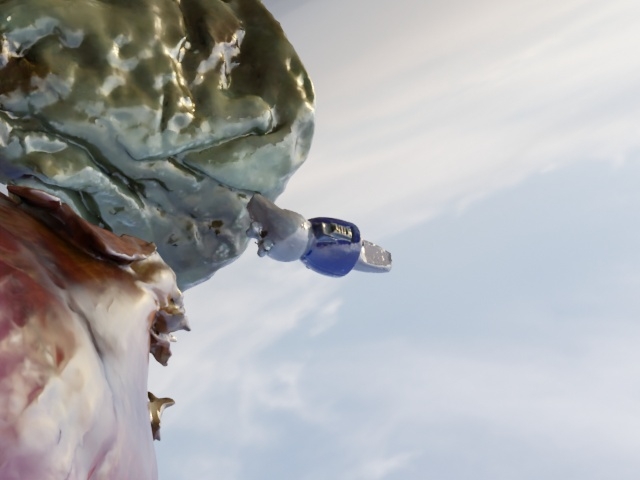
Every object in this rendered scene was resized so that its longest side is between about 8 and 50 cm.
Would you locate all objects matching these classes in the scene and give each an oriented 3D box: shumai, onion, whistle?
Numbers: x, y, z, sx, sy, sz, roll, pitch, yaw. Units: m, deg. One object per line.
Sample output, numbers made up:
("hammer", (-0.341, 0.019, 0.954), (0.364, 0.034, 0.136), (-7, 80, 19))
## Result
("shumai", (-0.185, -0.109, 0.977), (0.304, 0.309, 0.263), (-10, 167, 21))
("onion", (-0.126, 0.048, 0.423), (0.163, 0.230, 0.230), (-31, -172, -11))
("whistle", (0.000, 0.000, 0.544), (0.083, 0.033, 0.029), (16, 144, -35))
